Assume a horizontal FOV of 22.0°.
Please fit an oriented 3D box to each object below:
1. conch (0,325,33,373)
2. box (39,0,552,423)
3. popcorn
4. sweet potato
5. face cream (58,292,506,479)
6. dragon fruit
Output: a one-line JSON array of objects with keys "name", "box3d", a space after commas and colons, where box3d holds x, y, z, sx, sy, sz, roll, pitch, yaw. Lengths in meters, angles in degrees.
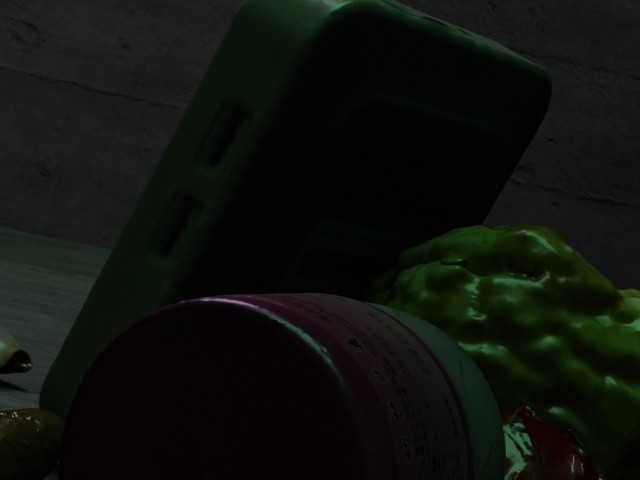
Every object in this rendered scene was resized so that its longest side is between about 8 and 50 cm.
[{"name": "conch", "box3d": [-0.329, 0.078, 1.384, 0.176, 0.094, 0.104, 41, -1, 18]}, {"name": "box", "box3d": [0.000, 0.000, 1.201, 0.090, 0.373, 0.367, 37, 15, 27]}, {"name": "popcorn", "box3d": [0.135, 0.106, 1.183, 0.249, 0.249, 0.225, 12, -6, -2]}, {"name": "sweet potato", "box3d": [-0.209, 0.130, 0.942, 0.068, 0.060, 0.206, -27, -12, 22]}, {"name": "face cream", "box3d": [-0.012, 0.115, 0.846, 0.175, 0.175, 0.195, 14, 5, 26]}, {"name": "dragon fruit", "box3d": [0.091, 0.160, 0.970, 0.166, 0.133, 0.136, 18, -39, -17]}]
